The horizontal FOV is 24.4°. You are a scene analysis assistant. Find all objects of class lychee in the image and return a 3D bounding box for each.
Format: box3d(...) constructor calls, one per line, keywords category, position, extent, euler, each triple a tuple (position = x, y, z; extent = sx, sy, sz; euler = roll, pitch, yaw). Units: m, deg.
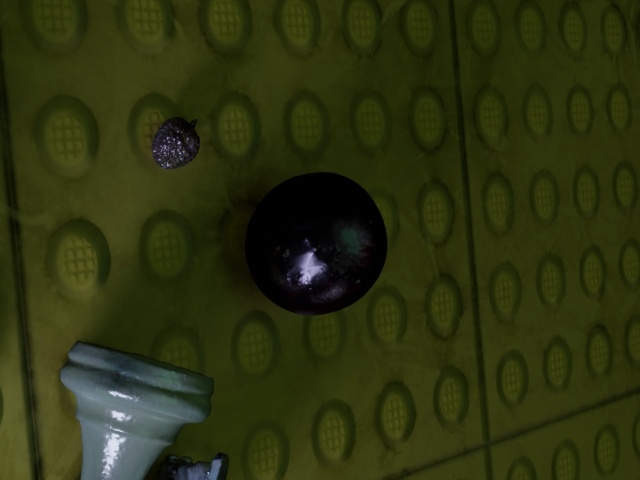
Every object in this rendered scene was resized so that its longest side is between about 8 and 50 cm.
box3d(category="lychee", position=(-0.194, -0.133, 2.020), extent=(0.083, 0.068, 0.067), euler=(-46, 129, -12))

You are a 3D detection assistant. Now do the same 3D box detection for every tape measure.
box3d(category="tape measure", position=(-0.139, 0.347, 1.875), extent=(0.084, 0.330, 0.164), euler=(4, 84, -21))

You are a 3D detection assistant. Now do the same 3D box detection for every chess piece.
box3d(category="chess piece", position=(-0.259, 0.290, 1.848), extent=(0.194, 0.194, 0.299), euler=(24, 79, -47))

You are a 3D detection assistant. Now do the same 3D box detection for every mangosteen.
box3d(category="mangosteen", position=(0.000, 0.000, 2.165), extent=(0.250, 0.211, 0.211), euler=(-36, 118, -76))
